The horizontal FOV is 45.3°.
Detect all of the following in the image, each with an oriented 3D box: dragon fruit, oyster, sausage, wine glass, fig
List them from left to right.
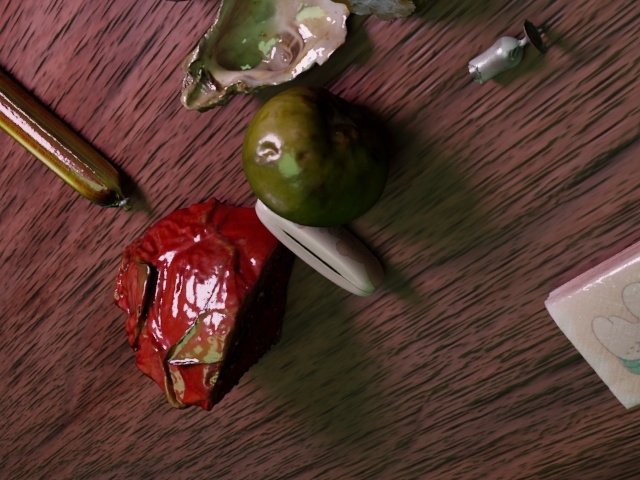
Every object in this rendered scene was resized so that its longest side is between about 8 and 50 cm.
[{"bbox_3d":[-0.436,-0.167,1.208,0.372,0.082,0.082,41,128,3],"label":"sausage"},{"bbox_3d":[-0.196,0.103,1.166,0.330,0.302,0.240,9,148,35],"label":"dragon fruit"},{"bbox_3d":[-0.082,-0.252,0.953,0.233,0.107,0.161,-39,102,23],"label":"oyster"},{"bbox_3d":[-0.014,-0.098,0.945,0.181,0.181,0.191,49,153,-3],"label":"fig"},{"bbox_3d":[0.206,-0.204,0.850,0.083,0.039,0.042,-31,107,40],"label":"wine glass"}]

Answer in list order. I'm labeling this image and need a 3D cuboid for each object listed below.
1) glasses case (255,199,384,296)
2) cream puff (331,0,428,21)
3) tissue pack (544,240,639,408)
[{"bbox_3d":[0.000,0.000,1.043,0.204,0.081,0.051,37,123,-3],"label":"glasses case"},{"bbox_3d":[0.067,-0.318,0.824,0.121,0.156,0.156,-142,34,-64],"label":"cream puff"},{"bbox_3d":[0.429,0.053,0.846,0.170,0.071,0.325,50,127,-1],"label":"tissue pack"}]
